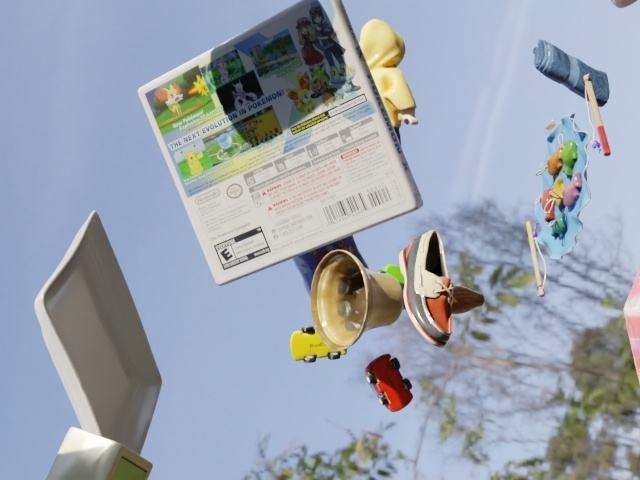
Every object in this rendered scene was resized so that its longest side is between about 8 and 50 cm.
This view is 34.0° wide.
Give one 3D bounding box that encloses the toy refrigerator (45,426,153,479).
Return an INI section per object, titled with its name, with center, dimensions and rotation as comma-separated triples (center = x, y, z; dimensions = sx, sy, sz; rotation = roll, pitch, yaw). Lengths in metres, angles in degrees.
[toy refrigerator]
center = -0.320, 0.390, 1.347
dimensions = 0.269, 0.094, 0.102
rotation = -68, -25, -21

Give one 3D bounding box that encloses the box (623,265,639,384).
[box]
center = 0.448, 0.098, 1.199
dimensions = 0.300, 0.154, 0.142
rotation = -26, -77, -66

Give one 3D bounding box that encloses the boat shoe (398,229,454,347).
[boat shoe]
center = 0.110, 0.046, 1.033
dimensions = 0.049, 0.043, 0.137
rotation = 34, -150, -31

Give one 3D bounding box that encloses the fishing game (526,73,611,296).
[fishing game]
center = 0.294, -0.071, 1.309
dimensions = 0.264, 0.041, 0.189
rotation = 102, 171, -49

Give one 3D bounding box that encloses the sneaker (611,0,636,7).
[sneaker]
center = 0.394, -0.410, 1.336
dimensions = 0.079, 0.121, 0.217
rotation = -25, -27, -18

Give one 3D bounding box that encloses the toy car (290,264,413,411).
[toy car]
center = 0.084, 0.147, 1.784
dimensions = 0.239, 0.053, 0.225
rotation = 29, -99, -13

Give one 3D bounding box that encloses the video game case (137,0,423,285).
[video game case]
center = -0.061, -0.127, 1.387
dimensions = 0.036, 0.329, 0.300
rotation = -24, -87, -60

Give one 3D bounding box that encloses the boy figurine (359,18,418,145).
[boy figurine]
center = 0.089, -0.224, 1.757
dimensions = 0.092, 0.177, 0.285
rotation = 6, -98, -46

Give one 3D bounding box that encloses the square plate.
[square plate]
center = -0.348, 0.168, 1.653
dimensions = 0.347, 0.049, 0.344
rotation = -86, -19, -68

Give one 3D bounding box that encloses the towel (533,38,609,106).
[towel]
center = 0.353, -0.235, 1.468
dimensions = 0.029, 0.119, 0.067
rotation = -51, 19, 37

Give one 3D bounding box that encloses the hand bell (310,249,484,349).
[hand bell]
center = 0.121, 0.080, 1.373
dimensions = 0.242, 0.126, 0.126
rotation = 3, -84, -34

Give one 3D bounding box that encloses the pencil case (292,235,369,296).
[pencil case]
center = 0.000, 0.000, 1.657
dimensions = 0.119, 0.133, 0.306
rotation = -26, -55, -6
